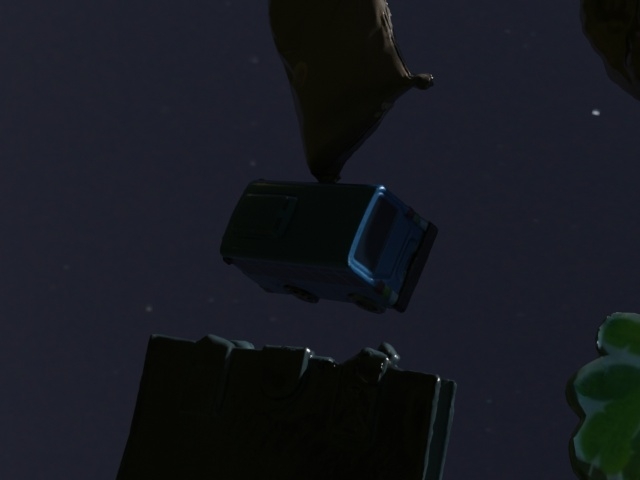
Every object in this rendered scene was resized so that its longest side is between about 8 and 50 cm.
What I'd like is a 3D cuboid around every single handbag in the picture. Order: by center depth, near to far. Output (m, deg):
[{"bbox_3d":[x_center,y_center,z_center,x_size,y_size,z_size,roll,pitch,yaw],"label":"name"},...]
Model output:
[{"bbox_3d":[-0.029,0.148,0.909,0.229,0.062,0.179,7,-100,26],"label":"handbag"}]

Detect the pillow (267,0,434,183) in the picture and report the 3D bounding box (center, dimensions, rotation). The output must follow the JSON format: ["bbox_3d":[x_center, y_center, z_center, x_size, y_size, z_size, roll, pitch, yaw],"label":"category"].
[{"bbox_3d":[0.011,-0.193,1.226,0.169,0.059,0.255,-39,-130,32],"label":"pillow"}]

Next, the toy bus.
[{"bbox_3d":[0.000,0.000,1.181,0.184,0.106,0.090,5,-114,47],"label":"toy bus"}]

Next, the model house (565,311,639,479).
[{"bbox_3d":[0.291,0.184,0.765,0.357,0.242,0.313,22,-114,6],"label":"model house"}]

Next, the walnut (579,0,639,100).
[{"bbox_3d":[0.394,-0.249,1.289,0.253,0.282,0.277,45,-21,-7],"label":"walnut"}]
